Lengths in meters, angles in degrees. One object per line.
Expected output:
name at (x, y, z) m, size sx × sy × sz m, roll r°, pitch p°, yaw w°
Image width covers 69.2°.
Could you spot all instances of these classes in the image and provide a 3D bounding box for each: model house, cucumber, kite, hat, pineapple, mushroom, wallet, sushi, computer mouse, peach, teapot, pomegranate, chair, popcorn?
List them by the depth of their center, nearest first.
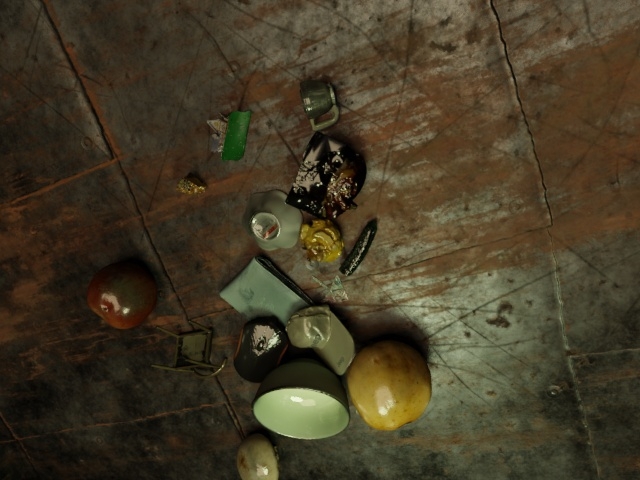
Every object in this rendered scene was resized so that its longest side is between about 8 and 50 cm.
teapot at (0.001, -0.410, 1.391) m, size 0.108 × 0.111 × 0.149 m, roll -13°, pitch 101°, yaw 4°
sushi at (0.029, -0.178, 1.434) m, size 0.212 × 0.215 × 0.227 m, roll 25°, pitch 94°, yaw 0°
model house at (-0.304, -0.350, 1.503) m, size 0.088 × 0.117 × 0.167 m, roll 25°, pitch 117°, yaw 22°
popcorn at (0.000, 0.000, 1.531) m, size 0.167 × 0.152 × 0.148 m, roll 47°, pitch 155°, yaw -8°
cucumber at (0.133, 0.026, 1.550) m, size 0.058 × 0.052 × 0.215 m, roll 46°, pitch 118°, yaw 34°
pomegranate at (0.231, 0.489, 1.567) m, size 0.306 × 0.307 × 0.308 m, roll 5°, pitch 111°, yaw 13°
pineapple at (-0.459, -0.199, 1.601) m, size 0.114 × 0.114 × 0.077 m, roll 4°, pitch 92°, yaw 9°
hat at (-0.008, 0.357, 1.626) m, size 0.245 × 0.149 × 0.214 m, roll 52°, pitch 132°, yaw 42°
kite at (0.030, 0.178, 1.657) m, size 0.152 × 0.005 × 0.137 m, roll 28°, pitch 114°, yaw 5°
wallet at (-0.201, 0.217, 1.708) m, size 0.290 × 0.054 × 0.251 m, roll 43°, pitch 120°, yaw -11°
computer mouse at (-0.230, 0.427, 1.741) m, size 0.182 × 0.116 × 0.324 m, roll 19°, pitch 123°, yaw 0°
peach at (-0.747, 0.205, 1.750) m, size 0.252 × 0.252 × 0.253 m, roll 5°, pitch 111°, yaw 13°
chair at (-0.506, 0.431, 1.819) m, size 0.187 × 0.167 × 0.272 m, roll -13°, pitch 149°, yaw 18°
mushroom at (-0.248, 0.911, 1.918) m, size 0.226 × 0.178 × 0.227 m, roll 25°, pitch 123°, yaw 45°

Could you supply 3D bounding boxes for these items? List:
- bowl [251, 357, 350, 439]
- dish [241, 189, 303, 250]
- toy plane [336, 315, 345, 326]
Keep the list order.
bowl at (-0.064, 0.558, 1.698) m, size 0.353 × 0.185 × 0.354 m, roll 3°, pitch 130°, yaw 3°
dish at (-0.177, -0.057, 1.583) m, size 0.229 × 0.081 × 0.230 m, roll 5°, pitch 111°, yaw 12°
toy plane at (0.051, 0.295, 1.681) m, size 0.083 × 0.033 × 0.080 m, roll 44°, pitch 115°, yaw 4°
